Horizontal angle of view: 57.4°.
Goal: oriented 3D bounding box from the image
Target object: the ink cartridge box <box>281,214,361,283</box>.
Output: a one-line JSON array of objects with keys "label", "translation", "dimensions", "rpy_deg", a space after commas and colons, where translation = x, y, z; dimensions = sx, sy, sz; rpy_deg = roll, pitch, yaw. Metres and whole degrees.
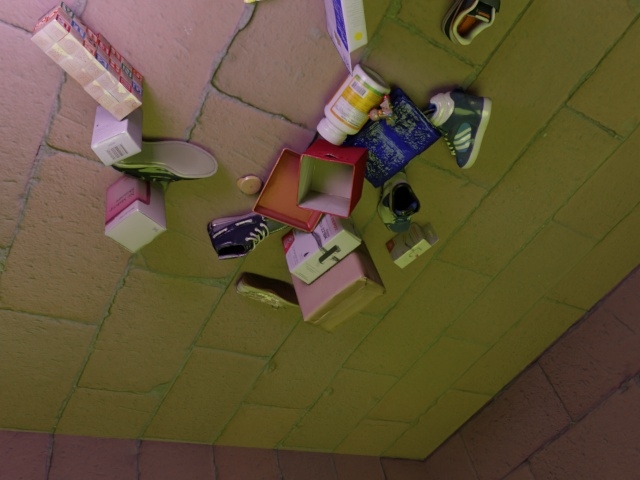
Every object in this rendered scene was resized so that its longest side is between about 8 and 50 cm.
[{"label": "ink cartridge box", "translation": [0.000, 0.000, 2.211], "dimensions": [0.273, 0.197, 0.114], "rpy_deg": [-38, 131, 18]}]

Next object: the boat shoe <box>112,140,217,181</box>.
[{"label": "boat shoe", "translation": [-0.511, -0.244, 1.892], "dimensions": [0.340, 0.127, 0.113], "rpy_deg": [-1, 162, -26]}]

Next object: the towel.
[{"label": "towel", "translation": [0.227, -0.336, 1.986], "dimensions": [0.228, 0.076, 0.308], "rpy_deg": [43, 120, -15]}]

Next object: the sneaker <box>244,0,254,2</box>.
[{"label": "sneaker", "translation": [-0.177, -0.690, 1.631], "dimensions": [0.083, 0.031, 0.035], "rpy_deg": [-18, 134, -1]}]

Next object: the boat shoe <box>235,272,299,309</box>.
[{"label": "boat shoe", "translation": [-0.211, 0.219, 2.426], "dimensions": [0.285, 0.104, 0.089], "rpy_deg": [25, 126, -22]}]

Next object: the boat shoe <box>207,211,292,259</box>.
[{"label": "boat shoe", "translation": [-0.239, -0.023, 2.143], "dimensions": [0.341, 0.158, 0.127], "rpy_deg": [-15, 134, -3]}]

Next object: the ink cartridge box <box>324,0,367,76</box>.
[{"label": "ink cartridge box", "translation": [0.056, -0.648, 1.555], "dimensions": [0.072, 0.303, 0.307], "rpy_deg": [-17, 135, -1]}]

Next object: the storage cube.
[{"label": "storage cube", "translation": [0.040, -0.209, 1.941], "dimensions": [0.184, 0.193, 0.214], "rpy_deg": [13, 119, 13]}]

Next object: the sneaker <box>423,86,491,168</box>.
[{"label": "sneaker", "translation": [0.448, -0.391, 2.061], "dimensions": [0.236, 0.130, 0.322], "rpy_deg": [6, 145, 1]}]

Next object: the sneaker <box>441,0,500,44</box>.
[{"label": "sneaker", "translation": [0.487, -0.731, 1.735], "dimensions": [0.126, 0.127, 0.321], "rpy_deg": [10, 126, -23]}]

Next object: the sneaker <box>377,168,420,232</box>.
[{"label": "sneaker", "translation": [0.293, -0.124, 2.197], "dimensions": [0.128, 0.182, 0.315], "rpy_deg": [-14, 134, -2]}]

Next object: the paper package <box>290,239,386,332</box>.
[{"label": "paper package", "translation": [0.055, 0.145, 2.273], "dimensions": [0.309, 0.324, 0.168], "rpy_deg": [-39, 131, 18]}]

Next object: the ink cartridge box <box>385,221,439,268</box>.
[{"label": "ink cartridge box", "translation": [0.375, 0.007, 2.390], "dimensions": [0.198, 0.115, 0.067], "rpy_deg": [-40, 130, 18]}]

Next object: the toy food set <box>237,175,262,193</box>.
[{"label": "toy food set", "translation": [-0.249, -0.197, 2.075], "dimensions": [0.083, 0.020, 0.082], "rpy_deg": [-25, 134, 6]}]

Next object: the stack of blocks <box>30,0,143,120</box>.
[{"label": "stack of blocks", "translation": [-0.620, -0.490, 1.584], "dimensions": [0.087, 0.171, 0.297], "rpy_deg": [-32, 132, 13]}]

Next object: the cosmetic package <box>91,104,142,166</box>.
[{"label": "cosmetic package", "translation": [-0.589, -0.327, 1.702], "dimensions": [0.117, 0.231, 0.085], "rpy_deg": [-23, 134, 4]}]

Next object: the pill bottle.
[{"label": "pill bottle", "translation": [0.099, -0.431, 1.883], "dimensions": [0.136, 0.136, 0.245], "rpy_deg": [22, 122, -32]}]

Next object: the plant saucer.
[{"label": "plant saucer", "translation": [-0.084, -0.181, 2.089], "dimensions": [0.259, 0.047, 0.258], "rpy_deg": [20, 109, -30]}]

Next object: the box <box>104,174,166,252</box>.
[{"label": "box", "translation": [-0.604, -0.102, 1.905], "dimensions": [0.149, 0.232, 0.127], "rpy_deg": [-34, 133, 14]}]

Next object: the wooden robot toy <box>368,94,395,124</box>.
[{"label": "wooden robot toy", "translation": [0.187, -0.404, 1.824], "dimensions": [0.079, 0.076, 0.173], "rpy_deg": [-10, 177, 12]}]
